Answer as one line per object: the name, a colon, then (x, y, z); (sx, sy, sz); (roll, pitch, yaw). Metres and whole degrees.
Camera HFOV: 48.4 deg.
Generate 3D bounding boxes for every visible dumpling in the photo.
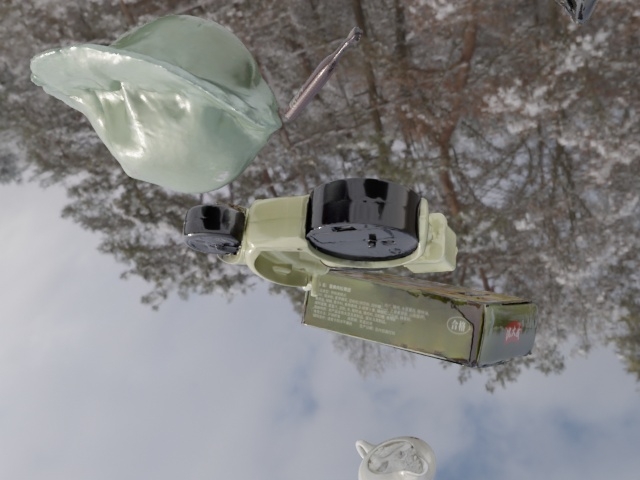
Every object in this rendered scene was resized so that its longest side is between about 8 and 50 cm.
dumpling: (-0.201, -0.188, 0.904); (0.320, 0.270, 0.212); (-33, -154, 46)

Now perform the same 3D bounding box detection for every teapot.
teapot: (0.134, 0.415, 1.290); (0.145, 0.092, 0.226); (-30, -164, -28)

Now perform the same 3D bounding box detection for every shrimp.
shrimp: (-0.116, -0.047, 1.217); (0.091, 0.127, 0.025); (-23, -127, 61)

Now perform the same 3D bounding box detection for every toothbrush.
toothbrush: (0.001, -0.368, 1.590); (0.041, 0.041, 0.364); (-38, 180, -32)

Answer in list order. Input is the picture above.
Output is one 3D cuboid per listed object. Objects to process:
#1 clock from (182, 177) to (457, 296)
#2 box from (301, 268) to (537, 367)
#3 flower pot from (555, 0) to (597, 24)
clock: (0.000, 0.000, 1.110); (0.379, 0.276, 0.120); (-4, -112, 31)
box: (0.229, 0.164, 1.595); (0.420, 0.138, 0.373); (9, 180, 33)
flower pot: (0.198, -0.365, 0.742); (0.267, 0.267, 0.266); (28, -137, 11)
